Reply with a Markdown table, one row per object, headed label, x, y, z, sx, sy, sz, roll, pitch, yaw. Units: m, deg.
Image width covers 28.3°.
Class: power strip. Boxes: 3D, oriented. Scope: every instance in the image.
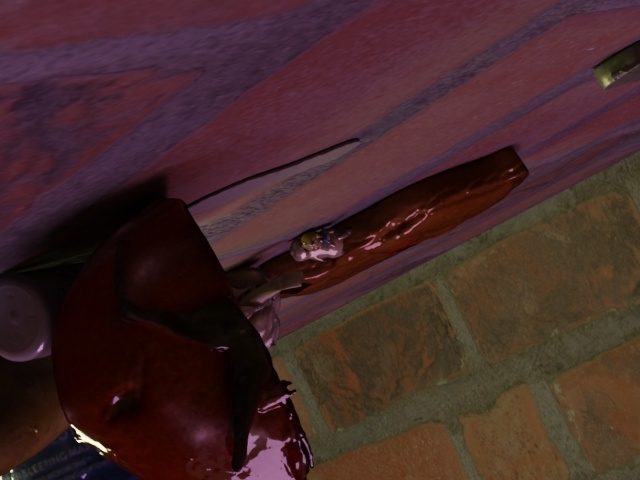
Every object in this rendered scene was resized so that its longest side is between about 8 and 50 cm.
| label | x | y | z | sx | sy | sz | roll | pitch | yaw |
| --- | --- | --- | --- | --- | --- | --- | --- | --- | --- |
| power strip | 0.410 | -0.222 | 1.525 | 0.227 | 0.029 | 0.080 | -17 | 168 | -45 |

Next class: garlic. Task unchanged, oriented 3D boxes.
| label | x | y | z | sx | sy | sz | roll | pitch | yaw |
| --- | --- | --- | --- | --- | --- | --- | --- | --- | --- |
| garlic | -0.093 | 0.084 | 1.789 | 0.194 | 0.131 | 0.127 | -37 | 150 | 31 |

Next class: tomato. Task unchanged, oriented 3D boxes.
| label | x | y | z | sx | sy | sz | roll | pitch | yaw |
| --- | --- | --- | --- | --- | --- | --- | --- | --- | --- |
| tomato | -0.141 | 0.121 | 1.099 | 0.170 | 0.309 | 0.309 | -21 | 173 | -15 |

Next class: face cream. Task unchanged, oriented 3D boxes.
| label | x | y | z | sx | sy | sz | roll | pitch | yaw |
| --- | --- | --- | --- | --- | --- | --- | --- | --- | --- |
| face cream | -0.215 | 0.058 | 1.231 | 0.082 | 0.082 | 0.269 | -28 | 173 | 23 |
| face cream | -0.402 | 0.311 | 1.951 | 0.249 | 0.225 | 0.249 | -26 | 174 | -3 |

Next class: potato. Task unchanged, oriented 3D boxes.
| label | x | y | z | sx | sy | sz | roll | pitch | yaw |
| --- | --- | --- | --- | --- | --- | --- | --- | --- | --- |
| potato | -0.366 | 0.173 | 1.224 | 0.192 | 0.141 | 0.296 | 12 | -166 | 34 |

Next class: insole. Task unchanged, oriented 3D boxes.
| label | x | y | z | sx | sy | sz | roll | pitch | yaw |
| --- | --- | --- | --- | --- | --- | --- | --- | --- | --- |
| insole | -0.047 | -0.061 | 1.228 | 0.197 | 0.004 | 0.065 | -23 | 173 | -17 |

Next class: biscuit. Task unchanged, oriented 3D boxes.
| label | x | y | z | sx | sy | sz | roll | pitch | yaw |
| --- | --- | --- | --- | --- | --- | --- | --- | --- | --- |
| biscuit | 0.121 | -0.020 | 1.957 | 0.455 | 0.078 | 0.350 | -28 | 176 | 28 |

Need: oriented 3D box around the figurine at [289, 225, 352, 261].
| label | x | y | z | sx | sy | sz | roll | pitch | yaw |
| --- | --- | --- | --- | --- | --- | --- | --- | --- | --- |
| figurine | 0.000 | 0.000 | 1.766 | 0.083 | 0.047 | 0.050 | -15 | 155 | -21 |
